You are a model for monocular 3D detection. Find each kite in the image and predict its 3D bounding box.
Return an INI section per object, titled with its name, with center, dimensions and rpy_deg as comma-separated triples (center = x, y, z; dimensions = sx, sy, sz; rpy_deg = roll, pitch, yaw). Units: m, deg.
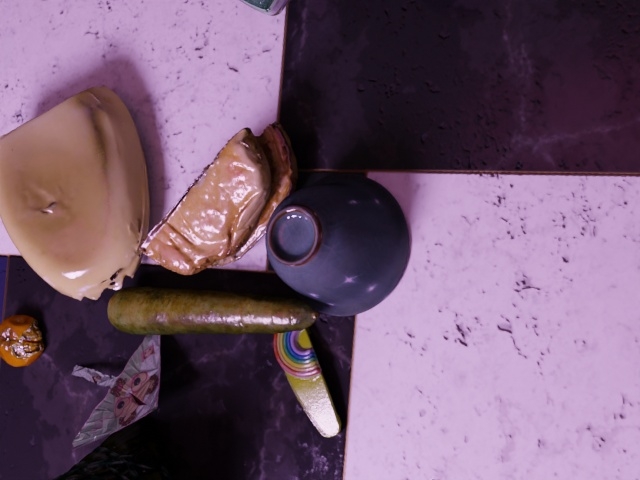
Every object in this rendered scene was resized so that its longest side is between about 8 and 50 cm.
[kite]
center = -0.307, 0.216, 1.626
dimensions = 0.250, 0.012, 0.229
rpy_deg = 14, 65, 48

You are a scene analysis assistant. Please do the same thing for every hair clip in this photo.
[hair clip]
center = -0.021, 0.186, 1.507
dimensions = 0.060, 0.033, 0.188
rpy_deg = -31, 72, 22

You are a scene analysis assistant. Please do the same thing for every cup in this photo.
[cup]
center = 0.000, 0.000, 1.447
dimensions = 0.199, 0.150, 0.199
rpy_deg = -3, 84, 27

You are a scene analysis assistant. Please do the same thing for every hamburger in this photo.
[hamburger]
center = -0.126, -0.049, 1.545
dimensions = 0.131, 0.124, 0.262
rpy_deg = 46, 112, 8

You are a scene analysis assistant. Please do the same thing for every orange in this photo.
[orange]
center = -0.489, 0.161, 1.743
dimensions = 0.086, 0.062, 0.086
rpy_deg = -4, 83, 31

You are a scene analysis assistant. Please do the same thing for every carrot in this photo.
[carrot]
center = -0.159, 0.105, 1.555
dimensions = 0.359, 0.074, 0.074
rpy_deg = 0, 85, 31

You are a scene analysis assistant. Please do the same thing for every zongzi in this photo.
[zongzi]
center = -0.312, 0.400, 1.428
dimensions = 0.319, 0.383, 0.362
rpy_deg = 54, 145, 19

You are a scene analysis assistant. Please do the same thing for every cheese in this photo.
[cheese]
center = -0.377, -0.060, 1.667
dimensions = 0.260, 0.128, 0.315
rpy_deg = -25, 76, 22

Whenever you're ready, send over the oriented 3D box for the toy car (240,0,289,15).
[toy car]
center = -0.039, -0.428, 1.550
dimensions = 0.090, 0.076, 0.224
rpy_deg = 32, 93, 28
